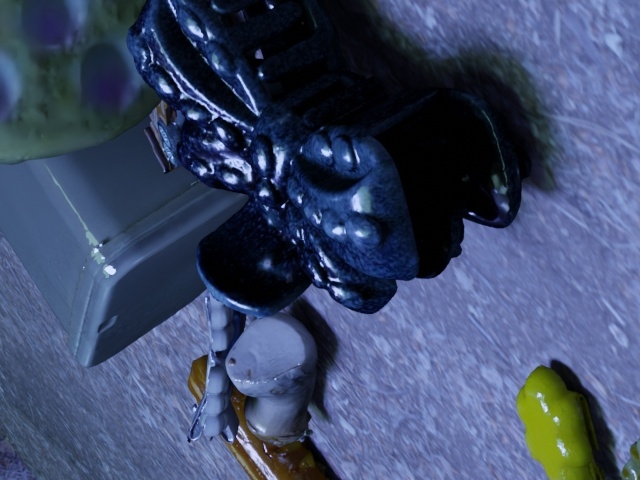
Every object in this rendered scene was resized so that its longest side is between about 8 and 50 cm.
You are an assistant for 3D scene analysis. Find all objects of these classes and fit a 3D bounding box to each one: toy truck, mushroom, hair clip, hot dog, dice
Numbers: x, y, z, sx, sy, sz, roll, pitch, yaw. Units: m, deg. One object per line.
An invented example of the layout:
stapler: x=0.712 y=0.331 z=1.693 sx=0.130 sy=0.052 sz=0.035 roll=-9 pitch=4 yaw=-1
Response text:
toy truck: x=-0.122 y=-0.149 z=1.705 sx=0.115 sy=0.080 sz=0.178 roll=59 pitch=165 yaw=20
mushroom: x=-0.042 y=0.139 z=1.972 sx=0.081 sy=0.092 sz=0.223 roll=21 pitch=160 yaw=10
hair clip: x=-0.104 y=0.108 z=1.994 sx=0.054 sy=0.140 sz=0.220 roll=9 pitch=117 yaw=7
hair clip: x=0.193 y=0.171 z=1.528 sx=0.072 sy=0.046 sz=0.173 roll=20 pitch=139 yaw=53
hair clip: x=-0.004 y=-0.065 z=1.409 sx=0.310 sy=0.194 sz=0.206 roll=44 pitch=151 yaw=34
hot dog: x=-0.054 y=0.237 z=2.182 sx=0.269 sy=0.072 sz=0.115 roll=53 pitch=160 yaw=2
dice: x=-0.259 y=-0.215 z=1.545 sx=0.252 sy=0.249 sz=0.254 roll=37 pitch=129 yaw=49

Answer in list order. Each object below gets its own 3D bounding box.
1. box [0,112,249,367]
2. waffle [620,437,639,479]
box: x=-0.245 y=-0.092 z=1.952 sx=0.344 sy=0.177 sz=0.352 roll=55 pitch=162 yaw=9
waffle: x=0.283 y=0.211 z=1.393 sx=0.183 sy=0.036 sz=0.169 roll=50 pitch=162 yaw=18
